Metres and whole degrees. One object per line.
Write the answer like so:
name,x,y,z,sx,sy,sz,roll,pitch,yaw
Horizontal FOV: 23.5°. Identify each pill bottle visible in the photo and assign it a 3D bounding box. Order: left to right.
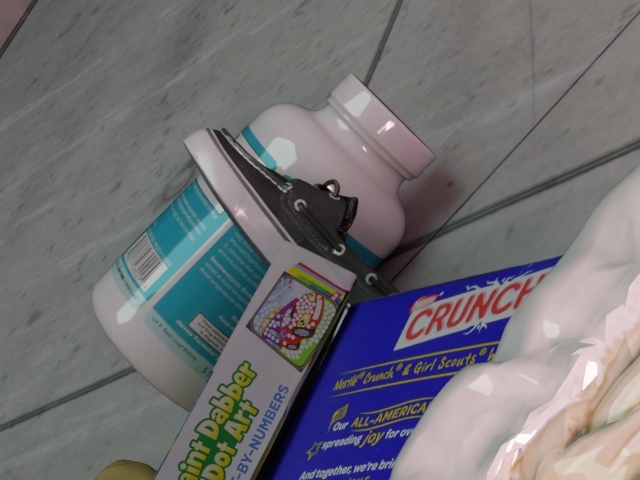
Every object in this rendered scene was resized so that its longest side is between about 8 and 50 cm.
pill bottle,-0.037,-0.001,1.160,0.264,0.146,0.146,-45,23,7

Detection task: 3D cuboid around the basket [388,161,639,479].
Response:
basket,0.152,0.192,0.292,0.328,0.331,0.266,-52,25,-10

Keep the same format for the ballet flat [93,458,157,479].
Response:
ballet flat,-0.179,0.258,1.095,0.073,0.080,0.232,7,58,45

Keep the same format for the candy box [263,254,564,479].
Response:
candy box,0.068,0.166,0.744,0.268,0.122,0.317,-17,39,53

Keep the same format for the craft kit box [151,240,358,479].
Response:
craft kit box,-0.070,0.160,0.937,0.247,0.061,0.250,-59,-5,-31

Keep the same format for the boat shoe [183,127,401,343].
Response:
boat shoe,0.000,0.000,1.038,0.076,0.228,0.080,-39,-17,-6
